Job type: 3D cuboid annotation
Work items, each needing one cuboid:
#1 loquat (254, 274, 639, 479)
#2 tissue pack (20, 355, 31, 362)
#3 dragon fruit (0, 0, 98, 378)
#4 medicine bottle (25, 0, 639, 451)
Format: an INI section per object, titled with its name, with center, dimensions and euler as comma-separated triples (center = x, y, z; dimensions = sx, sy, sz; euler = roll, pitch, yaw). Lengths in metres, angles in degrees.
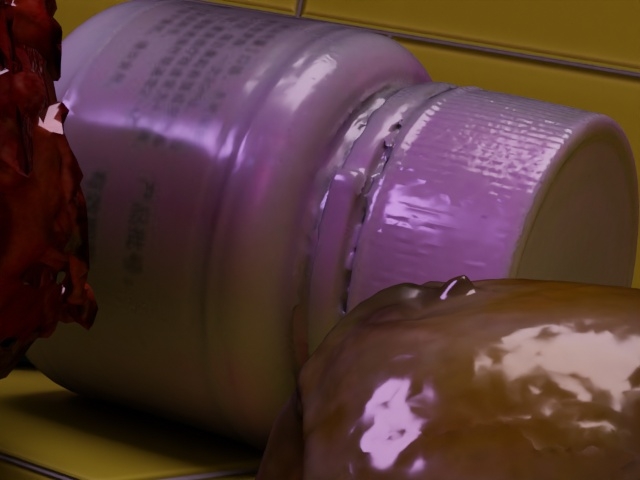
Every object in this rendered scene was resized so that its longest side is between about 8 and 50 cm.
[loquat]
center = 0.090, 0.097, 0.577
dimensions = 0.227, 0.179, 0.179
euler = 12, 4, -6
[tissue pack]
center = -0.290, -0.003, 1.187
dimensions = 0.192, 0.134, 0.271
euler = 16, 7, 42
[dragon fruit]
center = -0.247, -0.049, 0.858
dimensions = 0.301, 0.296, 0.295
euler = 7, 5, -24
[medicine bottle]
center = 0.000, 0.000, 1.067
dimensions = 0.325, 0.256, 0.256
euler = 12, 4, 26
